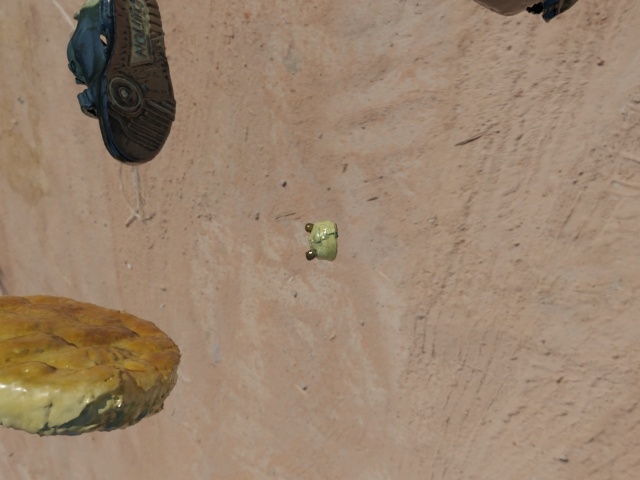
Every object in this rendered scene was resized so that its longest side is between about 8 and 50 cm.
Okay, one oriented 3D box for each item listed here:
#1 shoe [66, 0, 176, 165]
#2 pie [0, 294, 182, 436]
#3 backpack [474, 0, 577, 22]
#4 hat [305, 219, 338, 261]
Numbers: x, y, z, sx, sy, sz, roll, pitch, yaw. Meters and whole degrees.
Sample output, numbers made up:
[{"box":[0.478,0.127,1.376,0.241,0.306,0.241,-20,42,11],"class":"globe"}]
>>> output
[{"box":[-0.309,-0.237,0.668,0.149,0.109,0.293,-12,77,33],"class":"shoe"},{"box":[-0.340,0.144,0.571,0.339,0.339,0.083,15,93,29],"class":"pie"},{"box":[0.262,-0.431,0.432,0.446,0.363,0.255,-11,63,62],"class":"backpack"},{"box":[0.000,0.000,0.856,0.076,0.059,0.077,-143,55,-67],"class":"hat"}]
